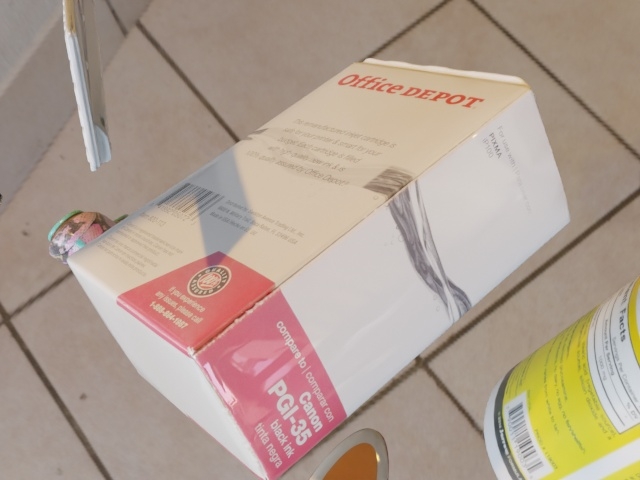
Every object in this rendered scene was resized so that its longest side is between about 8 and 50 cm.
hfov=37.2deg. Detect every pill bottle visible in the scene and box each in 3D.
[{"bbox_3d":[0.304,0.125,0.812,0.188,0.334,0.187,15,53,-20],"label":"pill bottle"}]

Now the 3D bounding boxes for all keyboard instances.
[{"bbox_3d":[-0.138,-0.128,0.541,0.014,0.072,0.256,-14,34,-7],"label":"keyboard"}]

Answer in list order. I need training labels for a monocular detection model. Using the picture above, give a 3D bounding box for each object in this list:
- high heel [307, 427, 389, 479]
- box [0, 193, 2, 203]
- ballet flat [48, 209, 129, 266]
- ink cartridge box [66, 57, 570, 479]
[{"bbox_3d":[0.012,0.310,0.955,0.082,0.117,0.244,15,73,12],"label":"high heel"},{"bbox_3d":[-0.526,-0.064,1.166,0.153,0.207,0.108,-19,40,20],"label":"box"},{"bbox_3d":[-0.211,0.015,0.959,0.077,0.221,0.079,-43,89,-2],"label":"ballet flat"},{"bbox_3d":[0.000,0.000,0.658,0.283,0.117,0.207,-37,31,-20],"label":"ink cartridge box"}]
